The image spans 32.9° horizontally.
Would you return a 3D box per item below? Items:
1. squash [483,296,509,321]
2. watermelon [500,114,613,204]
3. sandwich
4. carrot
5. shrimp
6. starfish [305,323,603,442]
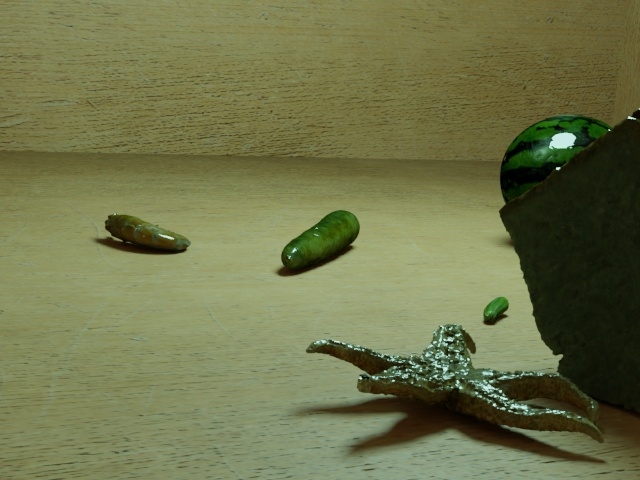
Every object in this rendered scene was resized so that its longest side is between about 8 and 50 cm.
[{"bbox_3d":[0.259,0.103,1.612,0.027,0.027,0.089,9,15,26],"label":"squash"},{"bbox_3d":[0.517,-0.123,2.246,0.285,0.285,0.285,4,10,-1],"label":"watermelon"},{"bbox_3d":[0.367,0.045,1.265,0.131,0.325,0.262,-4,-22,-38],"label":"sandwich"},{"bbox_3d":[0.000,0.000,1.959,0.074,0.074,0.358,7,12,16],"label":"carrot"},{"bbox_3d":[-0.316,-0.009,1.970,0.187,0.052,0.132,18,-2,35],"label":"shrimp"},{"bbox_3d":[0.139,0.156,1.170,0.302,0.060,0.299,7,15,-21],"label":"starfish"}]
